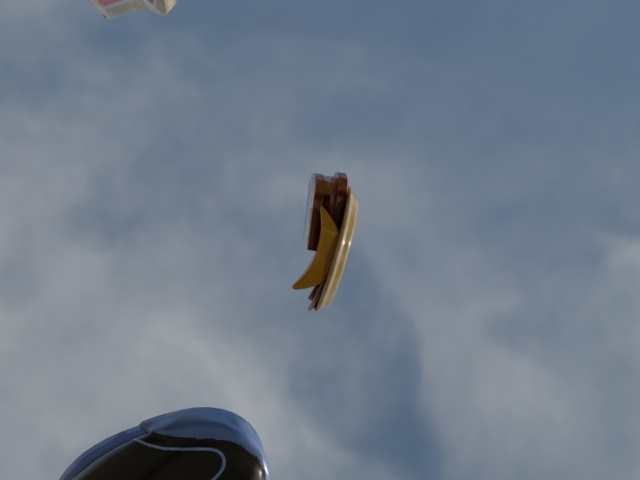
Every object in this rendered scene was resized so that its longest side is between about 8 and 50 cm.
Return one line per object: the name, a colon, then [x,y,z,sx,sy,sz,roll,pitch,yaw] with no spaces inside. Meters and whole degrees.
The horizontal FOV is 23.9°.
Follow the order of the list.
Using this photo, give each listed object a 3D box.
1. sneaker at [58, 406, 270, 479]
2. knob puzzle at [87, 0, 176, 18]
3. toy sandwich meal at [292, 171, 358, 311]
sneaker: [-0.116,0.159,0.655,0.232,0.081,0.090,-32,-159,-8]
knob puzzle: [-0.152,-0.181,0.783,0.213,0.213,0.030,33,-106,28]
toy sandwich meal: [0.000,0.000,0.890,0.029,0.085,0.085,15,-123,-5]
